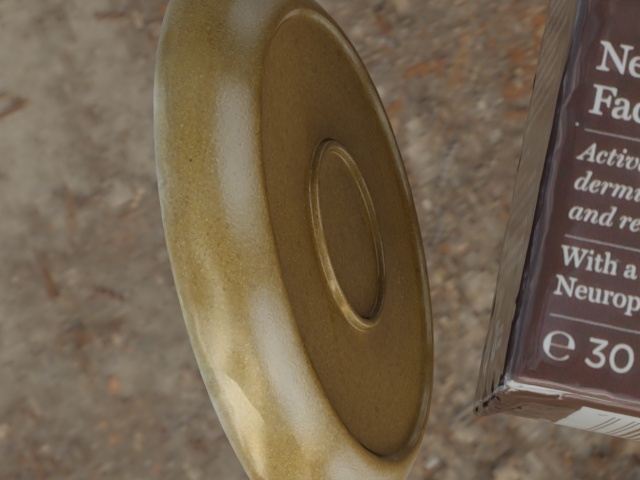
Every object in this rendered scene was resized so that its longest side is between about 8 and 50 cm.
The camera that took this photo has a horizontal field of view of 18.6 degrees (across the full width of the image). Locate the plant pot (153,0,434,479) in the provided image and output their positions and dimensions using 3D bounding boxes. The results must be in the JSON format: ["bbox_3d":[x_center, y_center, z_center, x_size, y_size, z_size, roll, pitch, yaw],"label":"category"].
[{"bbox_3d":[0.000,0.000,0.770,0.032,0.236,0.236,-12,103,18],"label":"plant pot"}]

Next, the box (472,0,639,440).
[{"bbox_3d":[0.191,-0.103,0.757,0.191,0.143,0.381,11,81,1],"label":"box"}]
